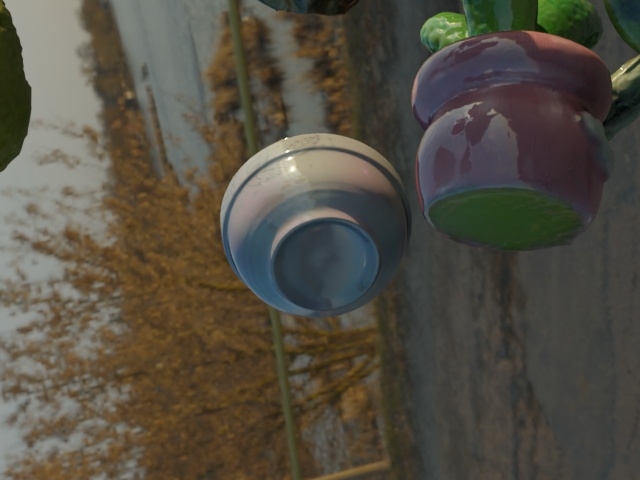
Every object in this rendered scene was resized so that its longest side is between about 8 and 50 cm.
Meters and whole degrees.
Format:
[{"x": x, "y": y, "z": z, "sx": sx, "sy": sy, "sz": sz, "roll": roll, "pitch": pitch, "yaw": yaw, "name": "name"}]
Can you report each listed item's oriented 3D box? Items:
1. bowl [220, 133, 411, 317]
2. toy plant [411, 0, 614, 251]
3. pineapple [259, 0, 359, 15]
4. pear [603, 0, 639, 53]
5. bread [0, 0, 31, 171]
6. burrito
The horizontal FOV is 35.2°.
[{"x": 0.000, "y": 0.000, "z": 1.471, "sx": 0.144, "sy": 0.287, "sz": 0.287, "roll": -105, "pitch": 6, "yaw": -59, "name": "bowl"}, {"x": 0.218, "y": -0.165, "z": 1.105, "sx": 0.317, "sy": 0.210, "sz": 0.356, "roll": 31, "pitch": -129, "yaw": -46, "name": "toy plant"}, {"x": -0.002, "y": -0.337, "z": 0.851, "sx": 0.158, "sy": 0.158, "sz": 0.278, "roll": -117, "pitch": 36, "yaw": -56, "name": "pineapple"}, {"x": 0.387, "y": -0.263, "z": 0.743, "sx": 0.287, "sy": 0.375, "sz": 0.287, "roll": 57, "pitch": 170, "yaw": 16, "name": "pear"}, {"x": -0.517, "y": -0.170, "z": 1.091, "sx": 0.308, "sy": 0.348, "sz": 0.348, "roll": -32, "pitch": -65, "yaw": -58, "name": "bread"}, {"x": 0.368, "y": -0.167, "z": 1.317, "sx": 0.066, "sy": 0.309, "sz": 0.096, "roll": 52, "pitch": 170, "yaw": 26, "name": "burrito"}]
